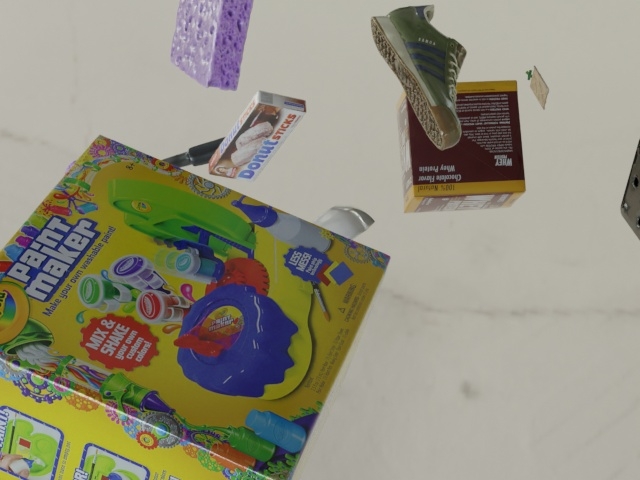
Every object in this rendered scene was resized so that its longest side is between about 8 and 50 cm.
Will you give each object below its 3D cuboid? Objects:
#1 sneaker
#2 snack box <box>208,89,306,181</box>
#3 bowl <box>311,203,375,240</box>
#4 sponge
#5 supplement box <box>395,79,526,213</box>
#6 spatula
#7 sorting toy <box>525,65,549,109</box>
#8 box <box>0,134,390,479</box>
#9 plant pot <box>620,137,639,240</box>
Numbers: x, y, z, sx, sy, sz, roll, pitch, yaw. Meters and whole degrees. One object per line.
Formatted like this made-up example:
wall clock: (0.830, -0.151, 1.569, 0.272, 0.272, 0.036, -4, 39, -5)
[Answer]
sneaker: (0.134, -0.198, 1.662, 0.086, 0.064, 0.192, -22, -116, -11)
snack box: (-0.081, -0.129, 1.815, 0.064, 0.178, 0.022, 9, -120, -22)
bowl: (0.000, 0.000, 1.910, 0.053, 0.142, 0.142, 54, -169, 1)
sponge: (-0.083, -0.241, 1.232, 0.031, 0.210, 0.117, 6, -166, -24)
supplement box: (0.233, -0.156, 2.438, 0.191, 0.129, 0.194, -3, -101, -5)
spatula: (-0.196, -0.103, 1.930, 0.296, 0.084, 0.030, -17, -167, -4)
sorting toy: (0.379, -0.277, 2.522, 0.012, 0.062, 0.083, -17, -124, -10)
box: (-0.129, 0.102, 1.172, 0.279, 0.177, 0.290, 22, -142, 4)
plant pot: (0.516, -0.061, 1.960, 0.166, 0.187, 0.188, 0, -147, -14)
